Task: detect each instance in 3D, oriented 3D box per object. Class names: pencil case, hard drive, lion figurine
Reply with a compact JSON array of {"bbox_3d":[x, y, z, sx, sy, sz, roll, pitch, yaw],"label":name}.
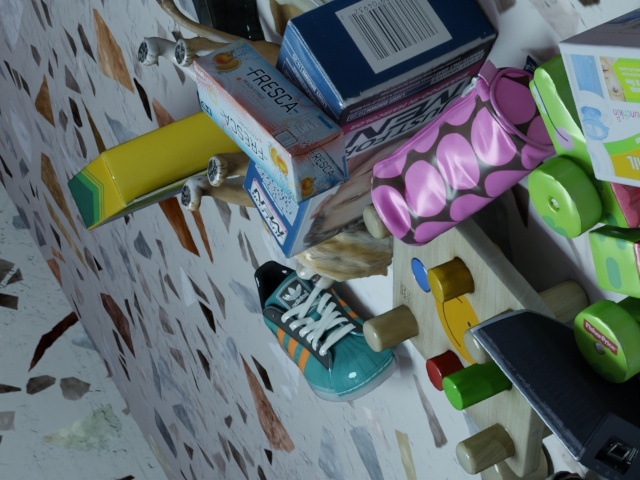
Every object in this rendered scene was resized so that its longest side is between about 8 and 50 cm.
[{"bbox_3d":[0.126,-0.077,1.557,0.098,0.095,0.209,35,137,-14],"label":"pencil case"},{"bbox_3d":[0.243,0.145,1.472,0.255,0.054,0.172,28,-161,-52],"label":"hard drive"},{"bbox_3d":[-0.054,-0.130,1.982,0.142,0.240,0.392,-47,50,50],"label":"lion figurine"}]

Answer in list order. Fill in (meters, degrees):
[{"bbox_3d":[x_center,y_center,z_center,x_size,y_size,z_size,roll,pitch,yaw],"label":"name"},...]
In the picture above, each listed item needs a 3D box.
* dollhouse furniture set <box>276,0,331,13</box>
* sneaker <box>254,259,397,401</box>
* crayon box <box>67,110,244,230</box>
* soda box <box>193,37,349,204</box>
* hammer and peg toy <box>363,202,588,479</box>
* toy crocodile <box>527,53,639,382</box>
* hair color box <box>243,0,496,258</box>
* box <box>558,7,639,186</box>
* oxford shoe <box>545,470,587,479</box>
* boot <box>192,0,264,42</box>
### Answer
[{"bbox_3d":[-0.016,-0.340,1.766,0.301,0.151,0.197,40,174,19],"label":"dollhouse furniture set"},{"bbox_3d":[-0.010,0.109,2.183,0.121,0.108,0.302,56,168,-25],"label":"sneaker"},{"bbox_3d":[-0.215,-0.105,2.364,0.083,0.203,0.323,67,161,-2],"label":"crayon box"},{"bbox_3d":[-0.046,-0.111,1.584,0.183,0.058,0.063,46,154,41],"label":"soda box"},{"bbox_3d":[0.143,0.110,1.771,0.266,0.127,0.361,52,157,35],"label":"hammer and peg toy"},{"bbox_3d":[0.255,0.002,1.367,0.105,0.115,0.340,12,127,62],"label":"toy crocodile"},{"bbox_3d":[0.039,-0.123,1.702,0.105,0.174,0.347,58,160,15],"label":"hair color box"},{"bbox_3d":[0.273,-0.101,1.206,0.203,0.103,0.114,18,129,66],"label":"box"},{"bbox_3d":[0.251,0.306,1.782,0.348,0.123,0.130,154,136,-76],"label":"oxford shoe"},{"bbox_3d":[-0.126,-0.269,2.152,0.137,0.077,0.198,-134,40,-55],"label":"boot"}]
